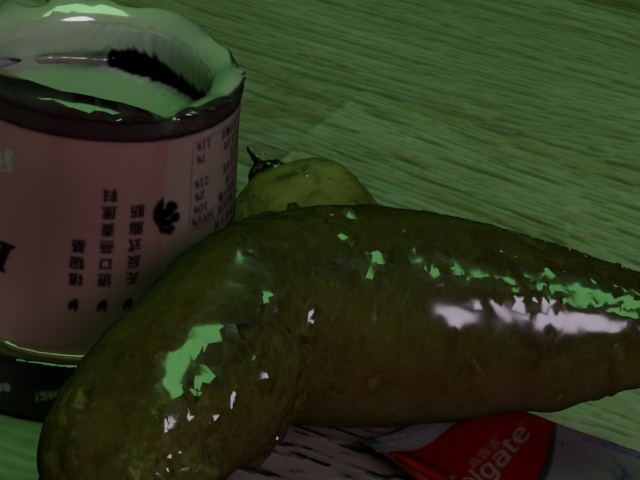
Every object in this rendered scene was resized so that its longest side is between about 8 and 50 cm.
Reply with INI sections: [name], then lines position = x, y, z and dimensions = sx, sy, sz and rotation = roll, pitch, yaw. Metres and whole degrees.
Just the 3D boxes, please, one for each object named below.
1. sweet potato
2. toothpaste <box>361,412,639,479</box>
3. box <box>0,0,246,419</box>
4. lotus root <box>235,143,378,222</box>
[sweet potato]
position = 0.007, 0.039, 0.625
dimensions = 0.310, 0.098, 0.124
rotation = -12, 46, -22
[toothpaste]
position = 0.151, 0.118, 0.599
dimensions = 0.301, 0.048, 0.075
rotation = 20, 50, 36
[box]
position = -0.097, -0.021, 0.690
dimensions = 0.151, 0.135, 0.151
rotation = 9, 29, -5
[lotus root]
position = 0.000, 0.000, 0.750
dimensions = 0.072, 0.063, 0.152
rotation = 9, 29, -34
